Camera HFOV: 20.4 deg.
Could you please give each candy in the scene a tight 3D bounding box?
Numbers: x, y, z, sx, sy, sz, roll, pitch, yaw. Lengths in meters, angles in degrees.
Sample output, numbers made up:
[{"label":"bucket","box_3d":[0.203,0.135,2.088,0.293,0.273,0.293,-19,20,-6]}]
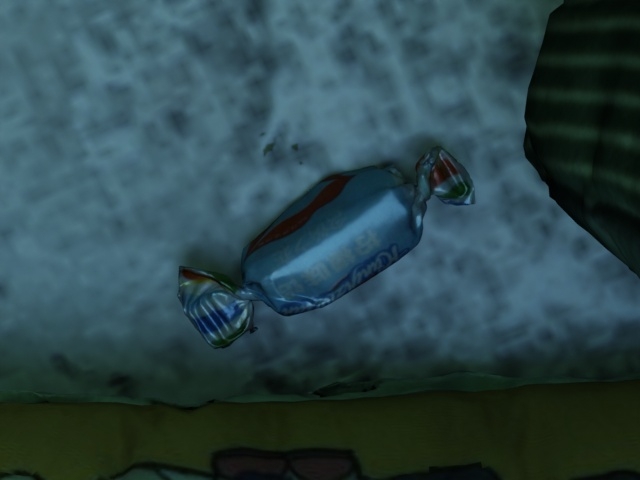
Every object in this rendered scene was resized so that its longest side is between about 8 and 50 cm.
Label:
[{"label":"candy","box_3d":[0.000,-0.001,0.465,0.083,0.020,0.030,-32,112,9]}]

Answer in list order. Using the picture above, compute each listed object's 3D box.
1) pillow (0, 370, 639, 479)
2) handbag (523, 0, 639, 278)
[{"label":"pillow","box_3d":[-0.003,0.177,0.444,0.310,0.119,0.312,0,84,-12]},{"label":"handbag","box_3d":[0.228,0.018,0.359,0.240,0.247,0.341,-45,102,1]}]
